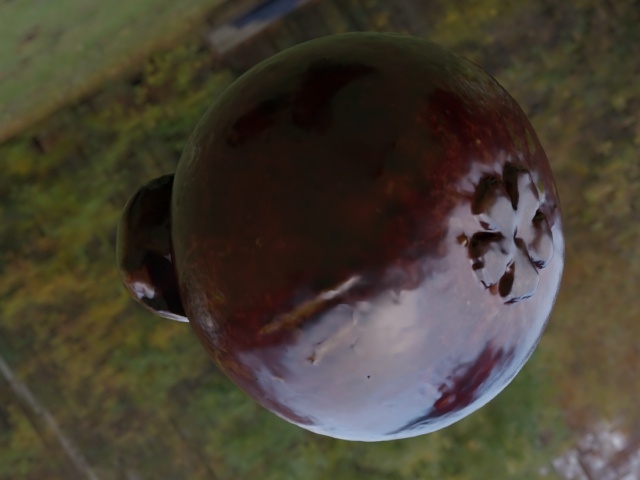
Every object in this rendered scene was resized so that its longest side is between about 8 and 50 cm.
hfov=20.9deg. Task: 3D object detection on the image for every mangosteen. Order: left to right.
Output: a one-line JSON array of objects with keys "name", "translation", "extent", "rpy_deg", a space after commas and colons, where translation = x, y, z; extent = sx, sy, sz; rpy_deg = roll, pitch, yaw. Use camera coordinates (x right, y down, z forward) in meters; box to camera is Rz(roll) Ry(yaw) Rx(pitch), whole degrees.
[{"name": "mangosteen", "translation": [0.000, 0.000, 0.923], "extent": [0.257, 0.215, 0.215], "rpy_deg": [-5, -158, 40]}]
